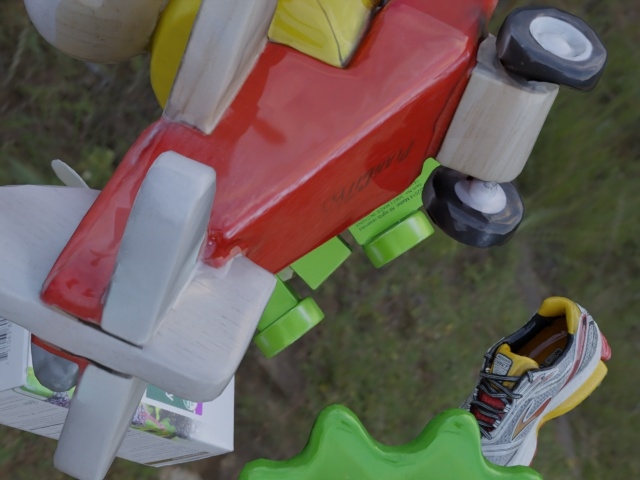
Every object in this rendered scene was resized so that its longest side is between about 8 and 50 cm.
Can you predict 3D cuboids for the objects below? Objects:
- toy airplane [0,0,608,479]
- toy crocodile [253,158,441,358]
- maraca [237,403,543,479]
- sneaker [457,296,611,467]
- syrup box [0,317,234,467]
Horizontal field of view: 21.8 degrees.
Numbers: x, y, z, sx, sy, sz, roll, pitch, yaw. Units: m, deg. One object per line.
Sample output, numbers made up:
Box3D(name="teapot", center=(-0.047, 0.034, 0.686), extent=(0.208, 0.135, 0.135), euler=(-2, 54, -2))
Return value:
Box3D(name="toy airplane", center=(-0.063, -0.067, 0.844), extent=(0.272, 0.384, 0.386), euler=(39, 89, 17))
Box3D(name="toy crocodile", center=(0.000, 0.000, 1.515), extent=(0.115, 0.340, 0.105), euler=(52, 6, 0))
Box3D(name="maraca", center=(0.022, 0.144, 0.591), extent=(0.127, 0.185, 0.099), euler=(1, 19, -6))
Box3D(name="sneaker", center=(0.155, 0.137, 1.443), extent=(0.225, 0.088, 0.092), euler=(-48, 137, -16))
Box3D(name="syrup box", center=(-0.174, 0.105, 1.303), extent=(0.237, 0.096, 0.093), euler=(25, 57, -47))
